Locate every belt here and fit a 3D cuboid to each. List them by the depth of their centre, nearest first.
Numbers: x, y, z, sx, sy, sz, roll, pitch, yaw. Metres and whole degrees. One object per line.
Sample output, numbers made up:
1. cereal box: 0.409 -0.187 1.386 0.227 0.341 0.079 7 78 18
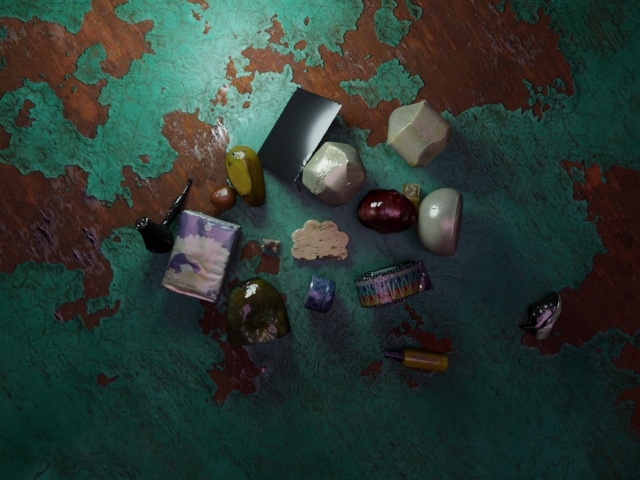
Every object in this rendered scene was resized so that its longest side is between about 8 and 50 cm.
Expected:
1. belt: 0.294 0.193 1.820 0.295 0.207 0.160 -15 91 -16

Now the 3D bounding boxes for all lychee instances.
1. lychee: -0.388 -0.182 1.810 0.140 0.101 0.114 -5 110 -15

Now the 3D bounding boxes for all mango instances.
1. mango: -0.299 -0.259 1.784 0.130 0.167 0.261 -9 102 22

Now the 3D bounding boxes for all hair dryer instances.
1. hair dryer: -0.613 -0.126 1.751 0.120 0.303 0.359 21 70 6

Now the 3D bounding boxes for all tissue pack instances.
1. tissue pack: -0.495 0.068 1.808 0.243 0.125 0.343 17 95 -8

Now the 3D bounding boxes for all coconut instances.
1. coconut: 0.065 -0.275 1.754 0.245 0.245 0.247 40 98 -5
2. coconut: 0.384 -0.439 1.761 0.244 0.239 0.239 40 92 -10

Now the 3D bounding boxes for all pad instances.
1. pad: -0.100 -0.439 1.786 0.248 0.007 0.367 32 93 28

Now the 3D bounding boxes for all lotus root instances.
1. lotus root: -0.274 0.290 1.831 0.267 0.149 0.260 -8 95 -5

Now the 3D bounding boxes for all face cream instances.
1. face cream: 0.416 0.519 1.910 0.274 0.078 0.078 10 94 -3

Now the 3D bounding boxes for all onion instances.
1. onion: 0.271 -0.119 1.774 0.247 0.246 0.190 16 86 -4

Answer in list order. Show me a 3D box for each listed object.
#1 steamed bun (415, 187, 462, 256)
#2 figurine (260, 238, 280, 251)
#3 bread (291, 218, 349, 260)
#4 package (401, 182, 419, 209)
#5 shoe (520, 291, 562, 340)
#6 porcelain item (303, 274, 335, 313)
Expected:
1. steamed bun: 0.481 -0.078 1.780 0.177 0.283 0.282 8 94 21
2. figurine: -0.214 0.021 1.866 0.084 0.047 0.050 7 109 -10
3. bread: 0.000 0.000 1.872 0.251 0.039 0.181 1 94 -2
4. package: 0.385 -0.179 1.871 0.071 0.047 0.131 6 92 -6
5. shoe: 0.971 0.326 1.915 0.112 0.099 0.227 19 94 4
6. porcelain item: -0.001 0.227 1.834 0.114 0.147 0.147 17 93 -3
